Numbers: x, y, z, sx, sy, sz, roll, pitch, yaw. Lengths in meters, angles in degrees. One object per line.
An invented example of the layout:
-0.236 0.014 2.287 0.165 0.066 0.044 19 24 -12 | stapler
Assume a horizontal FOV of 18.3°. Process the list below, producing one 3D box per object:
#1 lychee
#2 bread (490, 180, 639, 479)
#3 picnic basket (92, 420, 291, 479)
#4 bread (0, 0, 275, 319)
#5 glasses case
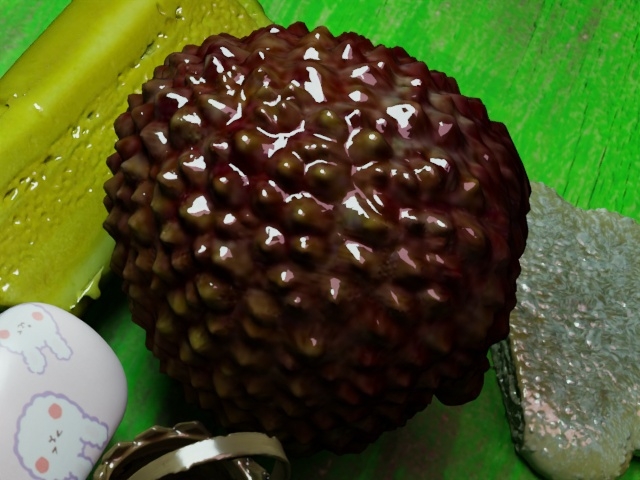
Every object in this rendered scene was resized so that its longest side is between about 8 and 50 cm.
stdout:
0.000 0.000 1.365 0.330 0.306 0.306 42 48 -13 | lychee
0.225 0.066 1.599 0.207 0.056 0.286 -1 57 -23 | bread
-0.084 0.181 1.289 0.128 0.178 0.138 -13 62 -29 | picnic basket
-0.173 -0.079 1.484 0.166 0.112 0.383 52 50 -20 | bread
-0.230 0.168 1.282 0.113 0.075 0.297 40 58 -13 | glasses case
